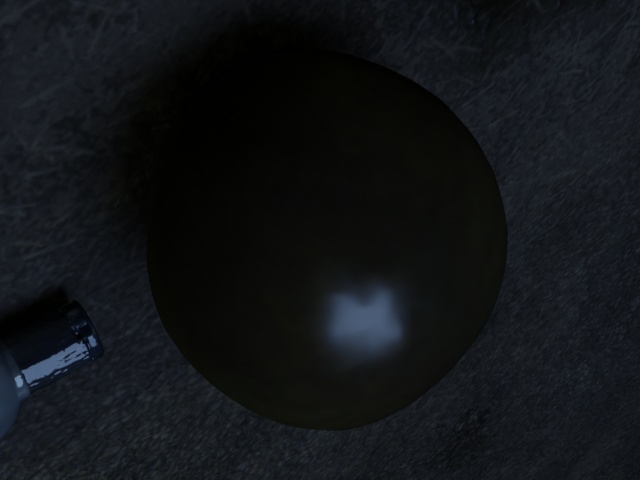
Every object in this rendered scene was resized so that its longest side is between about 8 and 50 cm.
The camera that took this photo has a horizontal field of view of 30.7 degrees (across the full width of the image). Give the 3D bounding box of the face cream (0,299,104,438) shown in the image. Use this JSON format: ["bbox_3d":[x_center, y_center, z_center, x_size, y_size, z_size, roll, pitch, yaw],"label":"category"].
[{"bbox_3d":[-0.310,0.137,0.913,0.291,0.071,0.144,-28,148,-21],"label":"face cream"}]

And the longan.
[{"bbox_3d":[0.002,0.000,0.893,0.297,0.297,0.297,-28,148,-20],"label":"longan"}]
